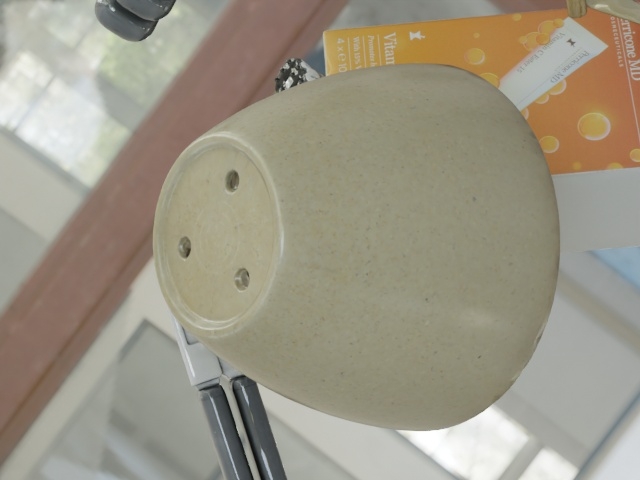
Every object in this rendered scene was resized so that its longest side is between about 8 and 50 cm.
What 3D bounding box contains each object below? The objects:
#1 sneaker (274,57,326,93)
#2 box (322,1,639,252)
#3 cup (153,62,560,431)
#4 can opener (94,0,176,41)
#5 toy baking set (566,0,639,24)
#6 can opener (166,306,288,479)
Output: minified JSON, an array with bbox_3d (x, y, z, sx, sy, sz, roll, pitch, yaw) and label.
[{"bbox_3d":[0.019,-0.134,1.934,0.106,0.078,0.234,17,-144,-32],"label":"sneaker"},{"bbox_3d":[0.183,-0.110,1.677,0.168,0.345,0.215,81,-175,-60],"label":"box"},{"bbox_3d":[0.000,0.000,1.322,0.237,0.331,0.331,4,-155,-42],"label":"cup"},{"bbox_3d":[-0.098,-0.271,1.118,0.093,0.280,0.074,26,155,-15],"label":"can opener"},{"bbox_3d":[0.279,-0.272,1.340,0.197,0.256,0.030,-15,-161,-25],"label":"toy baking set"},{"bbox_3d":[-0.098,0.181,1.767,0.095,0.076,0.283,157,95,-74],"label":"can opener"}]
